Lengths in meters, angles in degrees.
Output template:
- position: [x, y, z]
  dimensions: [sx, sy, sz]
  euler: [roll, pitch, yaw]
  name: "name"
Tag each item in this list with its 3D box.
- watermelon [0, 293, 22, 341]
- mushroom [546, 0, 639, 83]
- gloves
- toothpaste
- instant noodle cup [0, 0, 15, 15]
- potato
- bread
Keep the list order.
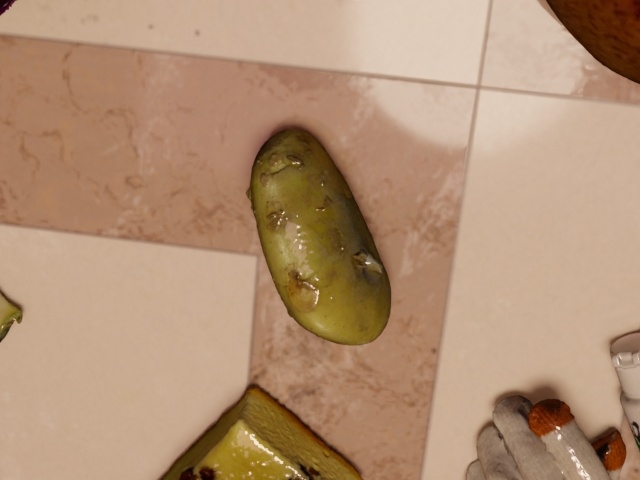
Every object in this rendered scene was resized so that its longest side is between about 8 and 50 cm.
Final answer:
- position: [-0.431, 0.037, 0.848]
  dimensions: [0.303, 0.128, 0.159]
  euler: [41, 108, -8]
  name: "watermelon"
- position: [0.314, -0.249, 0.651]
  dimensions: [0.346, 0.259, 0.345]
  euler: [10, 137, 10]
  name: "mushroom"
- position: [0.198, 0.243, 0.853]
  dimensions: [0.140, 0.131, 0.218]
  euler: [-4, 117, 5]
  name: "gloves"
- position: [0.320, 0.225, 0.866]
  dimensions: [0.056, 0.058, 0.314]
  euler: [-14, 104, 35]
  name: "toothpaste"
- position: [-0.268, -0.265, 0.696]
  dimensions: [0.251, 0.190, 0.251]
  euler: [2, 108, 6]
  name: "instant noodle cup"
- position: [0.000, 0.000, 0.806]
  dimensions: [0.085, 0.105, 0.188]
  euler: [-19, 93, 31]
  name: "potato"
- position: [-0.130, 0.305, 0.933]
  dimensions: [0.138, 0.077, 0.361]
  euler: [41, 108, -7]
  name: "bread"
